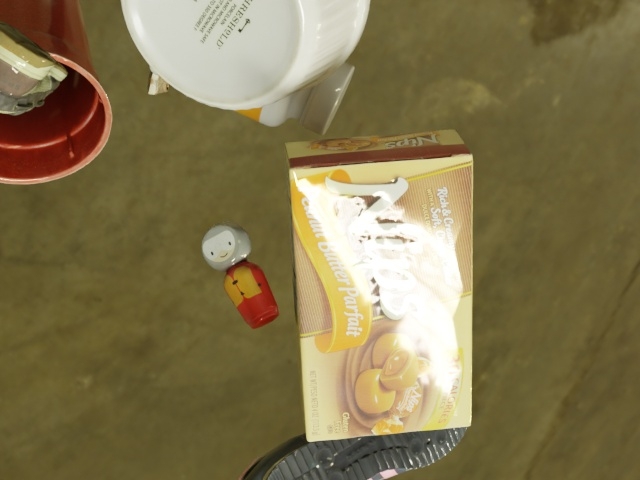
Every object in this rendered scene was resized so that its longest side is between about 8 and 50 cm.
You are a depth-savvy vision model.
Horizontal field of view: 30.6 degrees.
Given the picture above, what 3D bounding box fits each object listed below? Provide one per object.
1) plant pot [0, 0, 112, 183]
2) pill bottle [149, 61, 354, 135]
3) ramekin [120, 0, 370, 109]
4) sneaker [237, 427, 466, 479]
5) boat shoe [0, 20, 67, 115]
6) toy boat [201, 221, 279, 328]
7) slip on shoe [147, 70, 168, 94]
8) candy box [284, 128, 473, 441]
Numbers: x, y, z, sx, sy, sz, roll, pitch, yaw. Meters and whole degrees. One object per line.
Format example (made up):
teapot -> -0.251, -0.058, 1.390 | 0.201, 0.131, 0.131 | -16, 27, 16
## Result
plant pot -> -0.473, -0.276, 1.844 | 0.272, 0.265, 0.272 | -7, 138, -7
pill bottle -> -0.087, -0.232, 1.531 | 0.136, 0.245, 0.136 | 25, 90, -89
ramekin -> -0.092, -0.265, 1.253 | 0.127, 0.273, 0.273 | -52, 158, -52
sneaker -> 0.035, 0.251, 1.443 | 0.319, 0.131, 0.112 | -18, 91, -32
boat shoe -> -0.287, -0.154, 1.084 | 0.080, 0.223, 0.073 | 37, 89, -13
toy boat -> 0.000, 0.000, 1.601 | 0.318, 0.148, 0.267 | -22, 164, -26
slip on shoe -> -0.305, -0.319, 2.241 | 0.041, 0.051, 0.135 | 3, 156, -13
candy box -> 0.063, 0.050, 1.230 | 0.183, 0.087, 0.316 | -5, 113, -5
